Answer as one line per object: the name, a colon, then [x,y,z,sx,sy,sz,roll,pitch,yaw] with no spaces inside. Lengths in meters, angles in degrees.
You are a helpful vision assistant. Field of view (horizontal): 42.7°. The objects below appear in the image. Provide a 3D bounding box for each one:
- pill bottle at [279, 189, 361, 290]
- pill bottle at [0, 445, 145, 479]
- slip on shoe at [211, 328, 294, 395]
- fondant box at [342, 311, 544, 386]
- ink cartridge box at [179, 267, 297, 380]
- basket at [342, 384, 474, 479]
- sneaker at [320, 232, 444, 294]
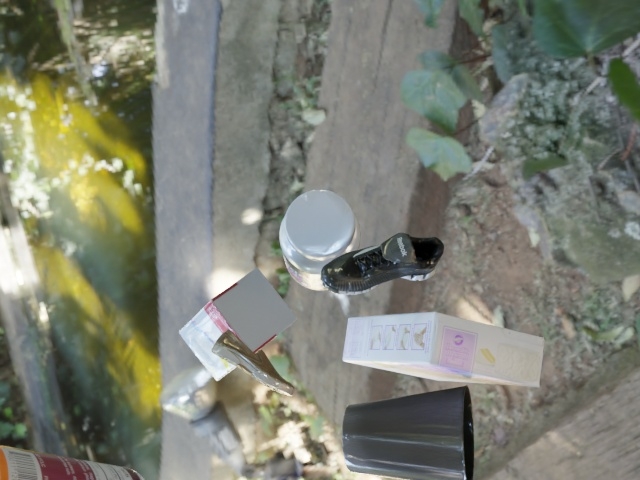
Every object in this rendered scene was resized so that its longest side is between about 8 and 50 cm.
pill bottle: [0.000,0.000,1.646,0.278,0.162,0.162,85,162,-76]
pill bottle: [-0.411,0.467,1.325,0.224,0.392,0.224,-27,51,40]
slip on shoe: [-0.092,0.178,1.191,0.135,0.041,0.051,29,164,10]
fondant box: [0.222,0.208,1.554,0.330,0.238,0.096,-18,60,64]
ink cartridge box: [-0.159,0.161,1.550,0.127,0.128,0.176,51,140,3]
basket: [0.165,0.367,1.535,0.204,0.227,0.154,-75,-26,-49]
sneaker: [0.112,0.031,1.404,0.106,0.234,0.078,121,135,-55]
